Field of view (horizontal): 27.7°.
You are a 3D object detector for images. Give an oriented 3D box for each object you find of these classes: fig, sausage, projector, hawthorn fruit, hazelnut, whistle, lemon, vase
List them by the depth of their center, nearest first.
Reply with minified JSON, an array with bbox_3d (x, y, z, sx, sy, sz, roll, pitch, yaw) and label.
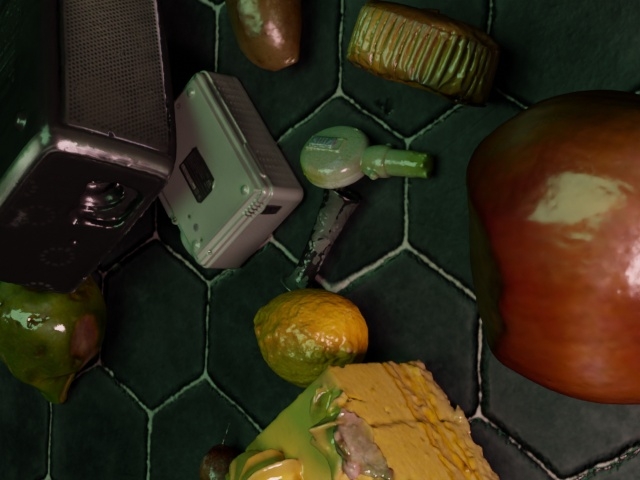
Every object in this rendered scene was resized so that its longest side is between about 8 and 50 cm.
[{"bbox_3d":[0.326,0.002,1.419,0.366,0.366,0.365,-2,86,40],"label":"hazelnut"},{"bbox_3d":[0.062,-0.115,1.801,0.198,0.057,0.104,7,48,31],"label":"whistle"},{"bbox_3d":[-0.016,0.135,1.816,0.187,0.142,0.142,14,97,38],"label":"lemon"},{"bbox_3d":[0.000,0.000,1.864,0.059,0.059,0.167,39,112,35],"label":"vase"},{"bbox_3d":[-0.099,-0.498,1.933,0.136,0.123,0.500,-2,86,11],"label":"sausage"},{"bbox_3d":[-0.151,0.329,1.972,0.067,0.067,0.103,-2,84,40],"label":"hawthorn fruit"},{"bbox_3d":[-0.162,-0.106,1.979,0.192,0.099,0.256,-46,60,30],"label":"projector"},{"bbox_3d":[-0.419,-0.188,2.029,0.395,0.242,0.405,-44,44,42],"label":"projector"},{"bbox_3d":[-0.464,0.172,2.190,0.206,0.206,0.275,41,136,34],"label":"fig"}]

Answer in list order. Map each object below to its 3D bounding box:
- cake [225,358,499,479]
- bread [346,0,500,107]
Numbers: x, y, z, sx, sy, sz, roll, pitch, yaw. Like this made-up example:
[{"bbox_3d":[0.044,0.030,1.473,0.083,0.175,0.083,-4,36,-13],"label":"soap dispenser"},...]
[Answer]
[{"bbox_3d":[0.041,0.301,1.664,0.227,0.286,0.222,-48,60,28],"label":"cake"},{"bbox_3d":[0.136,-0.247,1.679,0.199,0.199,0.104,26,103,38],"label":"bread"}]
